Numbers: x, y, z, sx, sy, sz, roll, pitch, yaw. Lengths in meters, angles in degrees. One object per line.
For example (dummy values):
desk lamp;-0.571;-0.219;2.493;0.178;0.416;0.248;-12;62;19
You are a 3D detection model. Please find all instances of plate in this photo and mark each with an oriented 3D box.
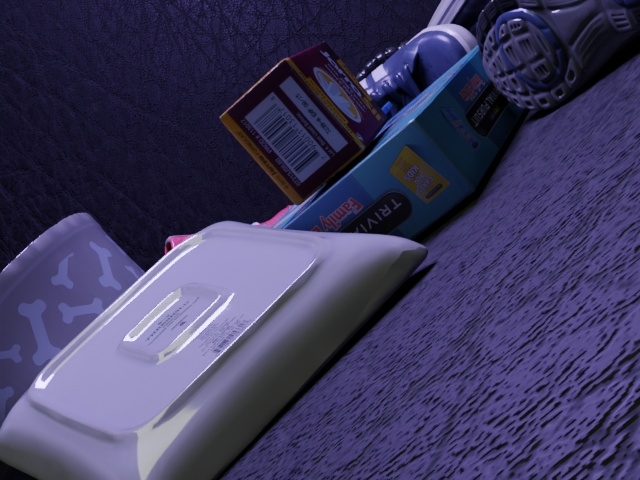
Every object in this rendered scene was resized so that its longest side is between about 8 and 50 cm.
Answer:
plate;-0.097;0.072;0.886;0.277;0.045;0.278;-44;26;-24

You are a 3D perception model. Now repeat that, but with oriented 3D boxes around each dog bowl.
dog bowl;-0.270;0.146;1.125;0.348;0.102;0.349;-57;-3;-4

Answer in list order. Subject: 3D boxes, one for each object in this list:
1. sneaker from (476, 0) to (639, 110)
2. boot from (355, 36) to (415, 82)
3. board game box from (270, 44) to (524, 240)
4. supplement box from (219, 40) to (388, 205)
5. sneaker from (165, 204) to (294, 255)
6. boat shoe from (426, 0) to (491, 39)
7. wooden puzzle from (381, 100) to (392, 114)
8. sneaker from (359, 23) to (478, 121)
sneaker;0.245;-0.197;1.027;0.129;0.111;0.297;-25;-1;-32
boot;0.077;-0.164;1.698;0.348;0.131;0.260;-40;1;12
board game box;0.059;-0.051;1.146;0.254;0.079;0.336;-39;5;27
supplement box;-0.009;-0.111;1.112;0.081;0.104;0.188;-39;4;16
sneaker;-0.132;0.025;1.620;0.314;0.136;0.116;-44;-1;-37
boat shoe;0.277;-0.348;1.839;0.187;0.156;0.500;-49;-4;-26
wooden puzzle;0.027;-0.093;1.248;0.116;0.014;0.078;-40;9;22
sneaker;0.060;-0.135;1.457;0.148;0.131;0.350;-25;-7;-35
